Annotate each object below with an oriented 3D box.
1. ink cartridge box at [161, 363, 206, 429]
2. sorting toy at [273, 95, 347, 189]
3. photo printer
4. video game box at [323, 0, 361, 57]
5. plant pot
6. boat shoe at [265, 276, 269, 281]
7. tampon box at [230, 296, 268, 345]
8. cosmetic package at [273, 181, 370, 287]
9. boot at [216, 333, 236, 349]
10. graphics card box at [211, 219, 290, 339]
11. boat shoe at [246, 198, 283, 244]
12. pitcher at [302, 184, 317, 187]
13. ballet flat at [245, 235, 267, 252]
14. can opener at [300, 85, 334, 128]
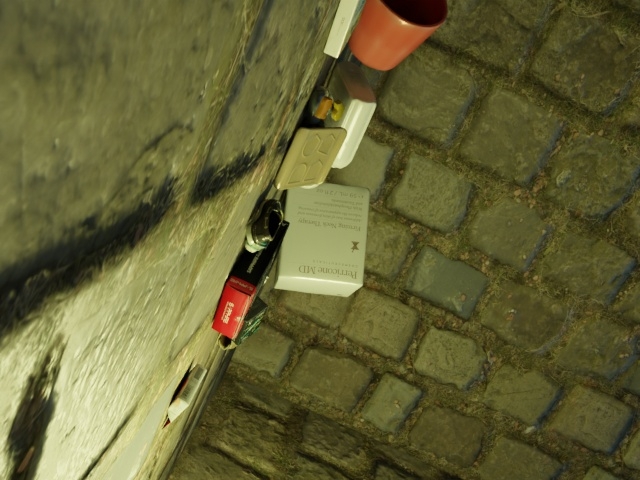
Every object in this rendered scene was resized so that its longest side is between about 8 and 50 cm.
[{"bbox_3d":[-0.427,0.473,1.735,0.179,0.045,0.145,-43,-166,33],"label":"ink cartridge box"},{"bbox_3d":[-0.014,-0.295,1.729,0.229,0.041,0.307,-13,137,-52],"label":"sorting toy"},{"bbox_3d":[0.073,-0.425,1.986,0.256,0.107,0.307,-106,-151,-41],"label":"photo printer"},{"bbox_3d":[0.082,-0.598,1.446,0.187,0.048,0.205,-63,179,-37],"label":"video game box"},{"bbox_3d":[0.220,-0.686,1.782,0.243,0.275,0.275,-49,-166,56],"label":"plant pot"},{"bbox_3d":[-0.240,0.131,2.184,0.096,0.088,0.267,136,-22,-87],"label":"boat shoe"},{"bbox_3d":[-0.285,0.285,2.114,0.120,0.101,0.161,-35,159,-43],"label":"tampon box"},{"bbox_3d":[0.000,0.000,2.300,0.327,0.329,0.393,121,-25,-75],"label":"cosmetic package"},{"bbox_3d":[-0.368,0.390,2.304,0.165,0.077,0.213,-68,178,-59],"label":"boot"},{"bbox_3d":[-0.222,0.107,1.846,0.371,0.094,0.233,-65,180,-48],"label":"graphics card box"},{"bbox_3d":[-0.142,-0.056,1.623,0.228,0.069,0.081,-67,147,-58],"label":"boat shoe"},{"bbox_3d":[-0.042,-0.285,1.998,0.207,0.125,0.178,-92,-176,-65],"label":"pitcher"},{"bbox_3d":[-0.191,0.005,1.692,0.188,0.070,0.070,-53,168,-78],"label":"ballet flat"},{"bbox_3d":[-0.041,-0.341,1.741,0.095,0.076,0.283,-21,147,-42],"label":"can opener"}]
